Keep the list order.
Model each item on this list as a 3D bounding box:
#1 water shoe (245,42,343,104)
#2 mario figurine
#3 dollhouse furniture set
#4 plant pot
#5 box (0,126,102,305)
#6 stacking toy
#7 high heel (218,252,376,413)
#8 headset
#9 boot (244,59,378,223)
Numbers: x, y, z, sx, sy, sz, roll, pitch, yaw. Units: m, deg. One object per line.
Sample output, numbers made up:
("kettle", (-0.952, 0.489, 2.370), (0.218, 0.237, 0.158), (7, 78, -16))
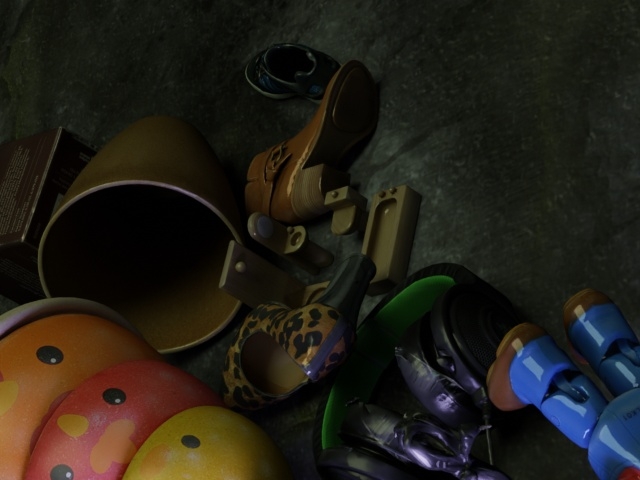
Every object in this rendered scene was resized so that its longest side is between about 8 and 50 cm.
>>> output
("water shoe", (-0.040, -0.214, 2.174), (0.203, 0.080, 0.073), (16, 76, 54))
("mario figurine", (0.266, 0.199, 1.431), (0.198, 0.170, 0.320), (-47, 51, 13))
("dollhouse furniture set", (0.000, 0.000, 1.923), (0.151, 0.123, 0.144), (-15, 53, 44))
("plant pot", (-0.195, -0.037, 2.128), (0.237, 0.237, 0.254), (-39, 25, 25))
("box", (-0.351, -0.023, 2.326), (0.203, 0.168, 0.167), (-10, 57, 46))
("stacking toy", (-0.136, 0.253, 1.769), (0.480, 0.350, 0.350), (8, 70, 40))
("high heel", (-0.050, 0.135, 1.839), (0.261, 0.093, 0.186), (-46, 9, 32))
("headset", (0.084, 0.145, 1.657), (0.243, 0.185, 0.394), (-54, 24, 6))
("boot", (-0.018, -0.110, 2.079), (0.152, 0.073, 0.197), (-13, 51, 50))
